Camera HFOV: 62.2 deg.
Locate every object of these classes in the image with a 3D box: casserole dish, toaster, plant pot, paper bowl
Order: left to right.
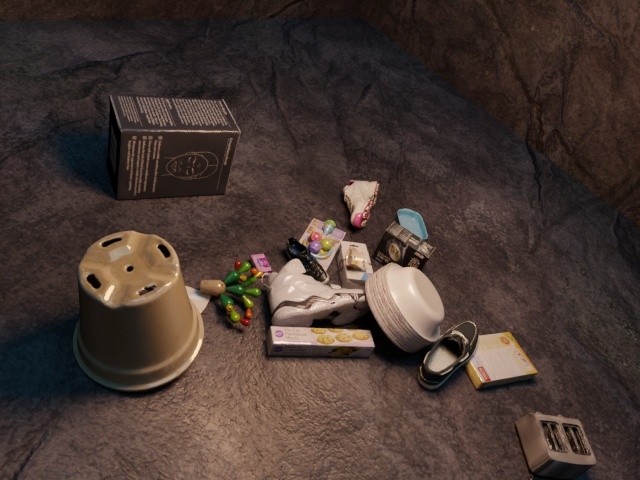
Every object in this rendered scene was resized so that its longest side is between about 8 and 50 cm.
[{"bbox_3d":[-0.460,0.155,1.318,0.334,0.305,0.333,6,49,-7],"label":"plant pot"},{"bbox_3d":[0.282,0.199,1.682,0.284,0.148,0.284,41,29,-29],"label":"paper bowl"},{"bbox_3d":[0.369,-0.057,2.170,0.114,0.037,0.188,10,43,-16],"label":"casserole dish"},{"bbox_3d":[0.681,0.602,1.550,0.168,0.110,0.185,11,42,-12],"label":"toaster"}]

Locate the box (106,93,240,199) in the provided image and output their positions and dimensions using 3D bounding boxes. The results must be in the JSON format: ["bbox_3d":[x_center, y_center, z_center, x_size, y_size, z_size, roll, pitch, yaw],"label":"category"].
[{"bbox_3d":[-0.519,-0.323,1.851,0.396,0.293,0.211,-5,49,-30],"label":"box"}]

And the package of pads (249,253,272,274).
[{"bbox_3d":[-0.199,0.082,1.763,0.050,0.032,0.083,-9,50,-30],"label":"package of pads"}]

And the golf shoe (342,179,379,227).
[{"bbox_3d":[0.144,-0.150,2.127,0.140,0.115,0.306,16,34,8],"label":"golf shoe"}]

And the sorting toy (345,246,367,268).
[{"bbox_3d":[0.128,0.072,1.825,0.075,0.044,0.083,18,40,-15],"label":"sorting toy"}]

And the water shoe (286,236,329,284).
[{"bbox_3d":[-0.052,0.071,1.792,0.073,0.080,0.203,-39,64,-17],"label":"water shoe"}]

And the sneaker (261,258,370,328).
[{"bbox_3d":[-0.008,0.160,1.685,0.366,0.137,0.210,-7,51,-28],"label":"sneaker"}]

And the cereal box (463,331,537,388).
[{"bbox_3d":[0.579,0.395,1.771,0.240,0.047,0.173,-2,45,-24],"label":"cereal box"}]

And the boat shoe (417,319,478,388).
[{"bbox_3d":[0.419,0.344,1.676,0.114,0.091,0.302,30,51,22],"label":"boat shoe"}]

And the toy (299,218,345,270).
[{"bbox_3d":[0.000,0.000,1.924,0.137,0.056,0.237,25,41,4],"label":"toy"}]

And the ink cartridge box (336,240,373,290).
[{"bbox_3d":[0.121,0.090,1.879,0.104,0.060,0.180,8,43,-16],"label":"ink cartridge box"}]

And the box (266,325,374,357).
[{"bbox_3d":[0.002,0.306,1.591,0.324,0.063,0.067,6,42,-19],"label":"box"}]

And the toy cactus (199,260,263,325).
[{"bbox_3d":[-0.272,0.149,1.602,0.181,0.112,0.218,8,62,-5],"label":"toy cactus"}]

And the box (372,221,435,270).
[{"bbox_3d":[0.302,0.045,1.945,0.180,0.147,0.077,35,42,12],"label":"box"}]

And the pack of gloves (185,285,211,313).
[{"bbox_3d":[-0.457,0.168,1.542,0.232,0.046,0.195,24,42,0],"label":"pack of gloves"}]
